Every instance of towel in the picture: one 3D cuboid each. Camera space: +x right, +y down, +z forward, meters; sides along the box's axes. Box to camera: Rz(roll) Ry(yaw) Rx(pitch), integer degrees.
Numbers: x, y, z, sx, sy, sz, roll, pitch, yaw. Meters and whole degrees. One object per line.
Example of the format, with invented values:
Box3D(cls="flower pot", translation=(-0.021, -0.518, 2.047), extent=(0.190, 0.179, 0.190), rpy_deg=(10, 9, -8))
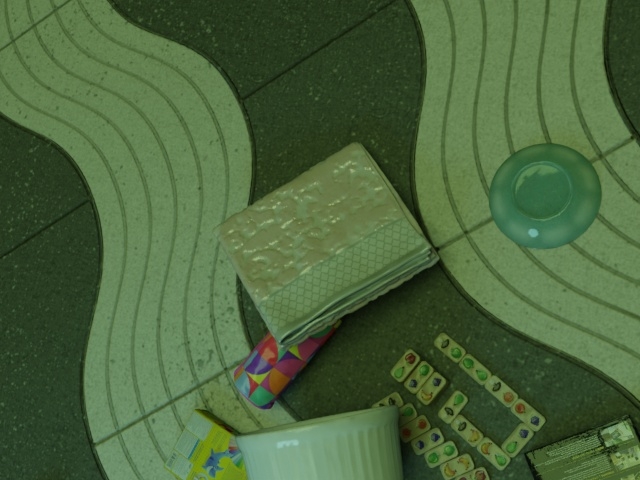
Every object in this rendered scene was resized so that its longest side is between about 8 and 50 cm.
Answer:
Box3D(cls="towel", translation=(0.000, 0.000, 1.541), extent=(0.332, 0.053, 0.317), rpy_deg=(-31, 53, -3))

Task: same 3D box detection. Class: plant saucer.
Box3D(cls="plant saucer", translation=(0.387, -0.083, 1.478), extent=(0.195, 0.037, 0.195), rpy_deg=(-5, 75, 20))

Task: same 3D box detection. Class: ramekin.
Box3D(cls="ramekin", translation=(0.006, 0.362, 1.399), extent=(0.277, 0.277, 0.135), rpy_deg=(-15, 79, 18))

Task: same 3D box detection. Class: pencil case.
Box3D(cls="pencil case", translation=(-0.063, 0.196, 1.559), extent=(0.104, 0.104, 0.236), rpy_deg=(38, 92, 26))

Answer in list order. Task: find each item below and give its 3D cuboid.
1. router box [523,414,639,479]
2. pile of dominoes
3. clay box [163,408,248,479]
Box3D(cls="router box", translation=(0.431, 0.369, 1.341), extent=(0.179, 0.046, 0.133), rpy_deg=(-25, 69, 15))
Box3D(cls="pile of dominoes", translation=(0.224, 0.295, 1.448), extent=(0.251, 0.040, 0.196), rpy_deg=(40, 94, 26))
Box3D(cls="clay box", translation=(-0.171, 0.423, 1.571), extent=(0.222, 0.053, 0.127), rpy_deg=(28, 88, 24))
